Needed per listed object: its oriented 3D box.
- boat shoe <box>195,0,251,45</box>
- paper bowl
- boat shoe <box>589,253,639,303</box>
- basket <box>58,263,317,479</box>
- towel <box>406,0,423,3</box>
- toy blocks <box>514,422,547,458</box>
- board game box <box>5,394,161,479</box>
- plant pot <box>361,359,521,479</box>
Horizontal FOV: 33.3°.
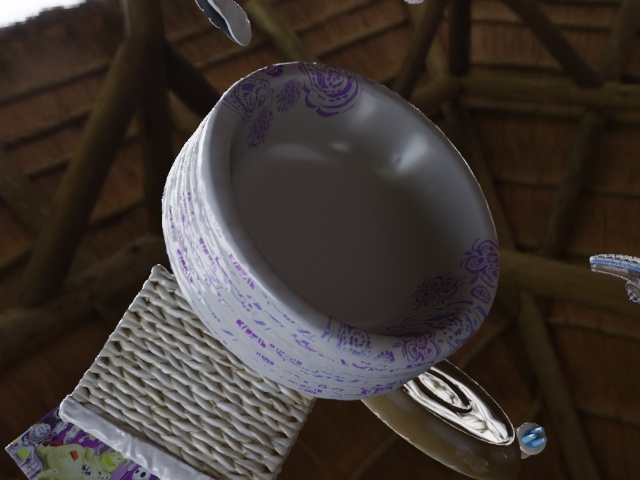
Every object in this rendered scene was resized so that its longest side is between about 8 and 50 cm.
[{"bbox_3d":[-0.147,-0.337,1.601,0.038,0.125,0.046,3,-115,32],"label":"boat shoe"},{"bbox_3d":[0.000,0.000,0.917,0.284,0.284,0.148,-28,170,-42],"label":"paper bowl"},{"bbox_3d":[0.505,0.066,1.656,0.183,0.066,0.066,13,-170,23],"label":"boat shoe"},{"bbox_3d":[-0.172,0.241,1.658,0.331,0.266,0.328,31,173,5],"label":"basket"},{"bbox_3d":[0.036,-0.512,1.688,0.053,0.332,0.317,-42,-166,4],"label":"towel"},{"bbox_3d":[0.310,0.317,1.781,0.123,0.148,0.054,29,-112,0],"label":"toy blocks"},{"bbox_3d":[-0.396,0.397,1.888,0.208,0.056,0.347,-37,-139,-22],"label":"board game box"},{"bbox_3d":[0.122,0.167,1.141,0.236,0.032,0.236,31,-166,-9],"label":"plant pot"}]
